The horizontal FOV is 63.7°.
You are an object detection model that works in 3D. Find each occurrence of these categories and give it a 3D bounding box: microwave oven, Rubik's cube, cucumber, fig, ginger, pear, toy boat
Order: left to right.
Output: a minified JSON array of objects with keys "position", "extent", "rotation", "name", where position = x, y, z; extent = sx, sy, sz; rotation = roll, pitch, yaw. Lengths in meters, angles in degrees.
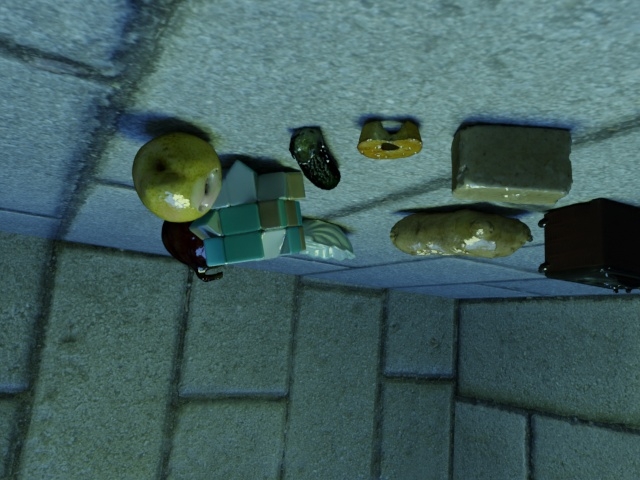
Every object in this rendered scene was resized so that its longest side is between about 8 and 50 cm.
[{"position":[-0.265,-0.119,0.957],"extent":[0.177,0.178,0.178],"rotation":[5,170,1],"name":"pear"},{"position":[-0.342,-0.011,1.507],"extent":[0.234,0.215,0.235],"rotation":[26,160,10],"name":"fig"},{"position":[-0.159,-0.061,1.148],"extent":[0.265,0.213,0.224],"rotation":[-9,-179,12],"name":"Rubik's cube"},{"position":[-0.002,-0.140,0.995],"extent":[0.067,0.067,0.245],"rotation":[2,167,13],"name":"cucumber"},{"position":[0.000,0.000,1.654],"extent":[0.199,0.100,0.290],"rotation":[-2,169,29],"name":"toy boat"},{"position":[0.353,-0.016,1.334],"extent":[0.353,0.127,0.190],"rotation":[-2,173,25],"name":"ginger"},{"position":[0.678,0.024,1.231],"extent":[0.247,0.188,0.178],"rotation":[9,169,-22],"name":"microwave oven"}]

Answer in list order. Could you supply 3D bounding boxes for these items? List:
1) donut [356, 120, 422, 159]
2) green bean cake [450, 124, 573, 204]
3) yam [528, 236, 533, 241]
[{"position":[0.115,-0.167,0.856],"extent":[0.108,0.043,0.097],"rotation":[3,169,1],"name":"donut"},{"position":[0.306,-0.121,0.834],"extent":[0.179,0.109,0.085],"rotation":[5,170,1],"name":"green bean cake"},{"position":[0.575,-0.023,1.478],"extent":[0.027,0.029,0.234],"rotation":[31,-171,37],"name":"yam"}]
